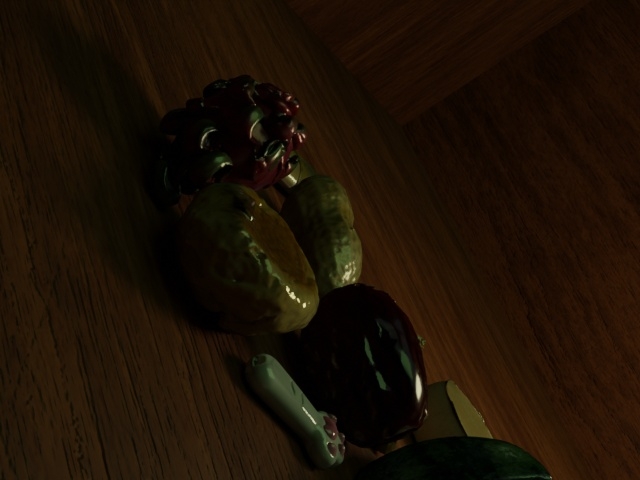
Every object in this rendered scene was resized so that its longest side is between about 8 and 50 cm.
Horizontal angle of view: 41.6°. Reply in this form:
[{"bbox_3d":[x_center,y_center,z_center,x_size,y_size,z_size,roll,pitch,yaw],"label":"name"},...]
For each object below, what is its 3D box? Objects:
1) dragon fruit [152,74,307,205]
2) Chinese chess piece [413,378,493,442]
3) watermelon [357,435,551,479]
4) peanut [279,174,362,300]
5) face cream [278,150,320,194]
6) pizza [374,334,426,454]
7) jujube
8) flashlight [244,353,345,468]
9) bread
[{"bbox_3d":[-0.139,-0.154,1.270,0.273,0.218,0.198,-14,107,-69],"label":"dragon fruit"},{"bbox_3d":[0.271,0.397,1.650,0.250,0.103,0.250,52,15,-20],"label":"Chinese chess piece"},{"bbox_3d":[0.151,0.417,1.239,0.250,0.292,0.283,15,-4,-8],"label":"watermelon"},{"bbox_3d":[0.000,0.000,1.519,0.149,0.149,0.313,45,21,-38],"label":"peanut"},{"bbox_3d":[-0.035,-0.122,1.788,0.285,0.067,0.139,44,19,-43],"label":"face cream"},{"bbox_3d":[0.104,0.254,1.437,0.080,0.204,0.188,16,-10,-9],"label":"pizza"},{"bbox_3d":[0.067,0.188,1.291,0.183,0.183,0.243,27,41,-62],"label":"jujube"},{"bbox_3d":[-0.030,0.230,1.149,0.200,0.047,0.093,52,17,-21],"label":"flashlight"},{"bbox_3d":[-0.109,0.032,1.145,0.244,0.134,0.244,49,15,-19],"label":"bread"}]
